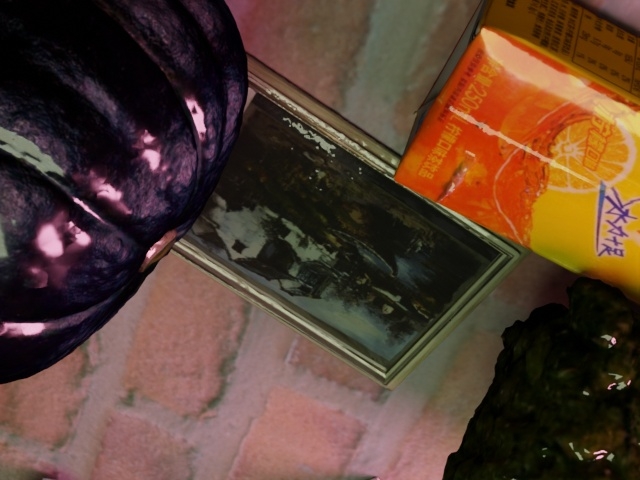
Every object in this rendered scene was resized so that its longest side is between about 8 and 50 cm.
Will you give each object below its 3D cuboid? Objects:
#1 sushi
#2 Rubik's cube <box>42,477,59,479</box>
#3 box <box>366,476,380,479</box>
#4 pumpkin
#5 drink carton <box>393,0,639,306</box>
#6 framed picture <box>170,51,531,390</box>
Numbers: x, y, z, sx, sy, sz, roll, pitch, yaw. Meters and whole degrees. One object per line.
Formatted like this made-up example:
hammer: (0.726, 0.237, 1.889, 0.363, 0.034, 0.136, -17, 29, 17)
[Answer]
sushi: (0.274, 0.198, 0.896, 0.352, 0.178, 0.294, 28, 161, -5)
Rubik's cube: (-0.310, 0.314, 1.312, 0.073, 0.075, 0.084, -37, 114, -12)
box: (0.076, 0.332, 1.170, 0.048, 0.100, 0.152, -28, 112, 36)
pumpkin: (-0.219, -0.065, 0.811, 0.266, 0.363, 0.363, 41, 128, -5)
drink carton: (0.244, -0.040, 0.831, 0.351, 0.111, 0.154, 27, 130, -3)
framed picture: (0.000, 0.000, 1.001, 0.296, 0.019, 0.232, 33, 129, -6)
